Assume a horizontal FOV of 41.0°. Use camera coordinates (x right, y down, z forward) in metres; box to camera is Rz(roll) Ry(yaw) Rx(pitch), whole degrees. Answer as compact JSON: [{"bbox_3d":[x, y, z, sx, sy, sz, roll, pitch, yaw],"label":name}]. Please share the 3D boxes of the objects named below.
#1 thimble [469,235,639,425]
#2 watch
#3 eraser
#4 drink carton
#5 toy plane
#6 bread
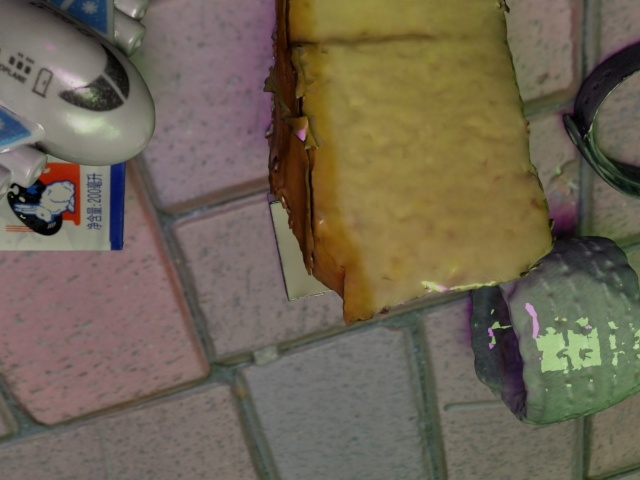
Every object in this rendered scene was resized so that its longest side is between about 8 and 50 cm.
[{"bbox_3d":[0.287,0.116,1.054,0.171,0.205,0.250,-12,133,-6],"label":"thimble"},{"bbox_3d":[0.394,-0.135,0.992,0.193,0.068,0.206,-31,124,12],"label":"watch"},{"bbox_3d":[0.000,0.000,1.005,0.103,0.023,0.150,-13,128,-6],"label":"eraser"},{"bbox_3d":[-0.346,-0.068,0.810,0.314,0.107,0.131,0,123,-14],"label":"drink carton"},{"bbox_3d":[-0.256,-0.158,0.713,0.266,0.267,0.122,6,163,-20],"label":"toy plane"},{"bbox_3d":[0.070,-0.132,0.762,0.248,0.315,0.279,-7,117,-12],"label":"bread"}]
